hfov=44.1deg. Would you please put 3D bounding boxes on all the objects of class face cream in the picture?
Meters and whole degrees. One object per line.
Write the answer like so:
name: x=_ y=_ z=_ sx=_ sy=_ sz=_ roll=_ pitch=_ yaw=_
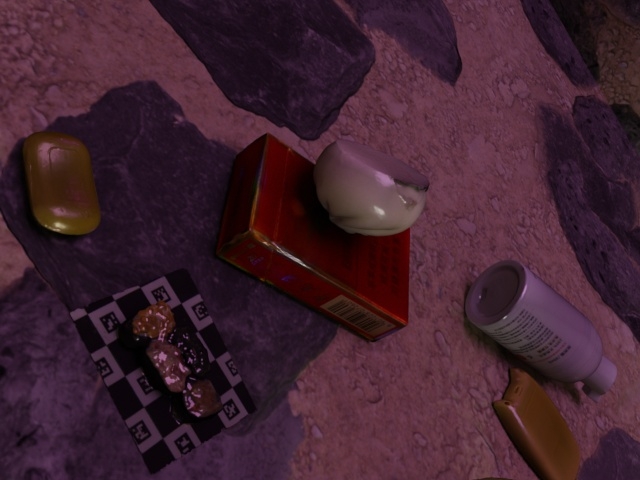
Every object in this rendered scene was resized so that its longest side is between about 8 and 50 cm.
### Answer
face cream: x=0.450 y=0.189 z=1.513 sx=0.370 sy=0.145 sz=0.145 roll=35 pitch=44 yaw=-26

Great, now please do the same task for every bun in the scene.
bun: x=0.064 y=-0.067 z=1.155 sx=0.173 sy=0.119 sz=0.173 roll=24 pitch=17 yaw=-8

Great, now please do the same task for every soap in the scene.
soap: x=-0.315 y=-0.069 z=0.959 sx=0.089 sy=0.045 sz=0.140 roll=8 pitch=59 yaw=-47

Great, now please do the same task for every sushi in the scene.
sushi: x=-0.171 y=0.142 z=0.967 sx=0.192 sy=0.051 sz=0.215 roll=-23 pitch=83 yaw=-51

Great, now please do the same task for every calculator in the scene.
calculator: x=0.411 y=0.354 z=1.451 sx=0.236 sy=0.033 sz=0.157 roll=54 pitch=38 yaw=-7

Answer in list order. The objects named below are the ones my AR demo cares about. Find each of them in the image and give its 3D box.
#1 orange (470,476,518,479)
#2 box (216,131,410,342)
orange: x=0.227 y=0.477 z=1.009 sx=0.196 sy=0.263 sz=0.334 roll=70 pitch=22 yaw=-71
box: x=0.001 y=0.000 z=1.211 sx=0.313 sy=0.089 sz=0.197 roll=32 pitch=46 yaw=-29
